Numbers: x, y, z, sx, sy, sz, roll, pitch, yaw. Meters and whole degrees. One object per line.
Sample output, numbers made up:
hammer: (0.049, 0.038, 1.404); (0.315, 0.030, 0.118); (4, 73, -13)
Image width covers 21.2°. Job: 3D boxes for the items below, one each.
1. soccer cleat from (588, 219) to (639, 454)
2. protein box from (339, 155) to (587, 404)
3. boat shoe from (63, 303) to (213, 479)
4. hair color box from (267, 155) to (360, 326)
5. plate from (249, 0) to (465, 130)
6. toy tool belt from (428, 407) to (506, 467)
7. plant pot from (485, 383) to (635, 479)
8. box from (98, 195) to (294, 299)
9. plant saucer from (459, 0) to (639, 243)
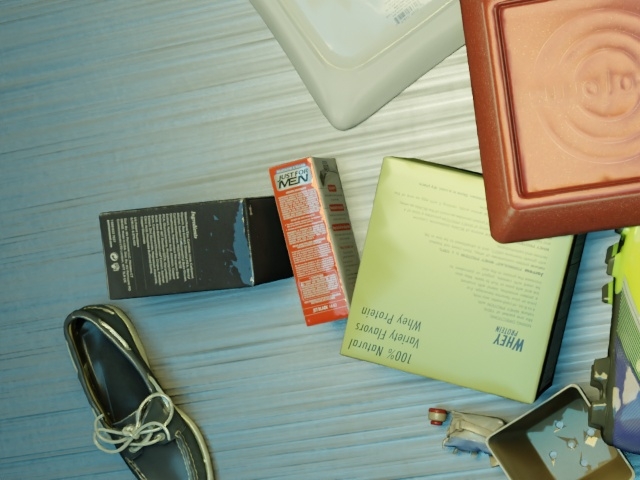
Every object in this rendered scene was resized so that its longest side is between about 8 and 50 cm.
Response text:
soccer cleat: (0.327, 0.061, 1.622); (0.121, 0.093, 0.289); (8, 83, 7)
protein box: (0.148, 0.035, 1.699); (0.200, 0.136, 0.201); (14, 95, 14)
boat shoe: (-0.197, 0.183, 1.831); (0.095, 0.079, 0.254); (-26, 85, 15)
hair color box: (0.000, 0.000, 1.762); (0.053, 0.093, 0.167); (-13, 88, 16)
plate: (0.048, -0.299, 1.762); (0.277, 0.045, 0.278); (-35, 83, 14)
toy tool belt: (0.148, 0.202, 1.750); (0.083, 0.052, 0.051); (7, 86, 16)
plant pot: (0.244, 0.209, 1.699); (0.109, 0.096, 0.109); (-34, 82, 14)
box: (-0.124, 0.006, 1.763); (0.158, 0.156, 0.093); (-6, 91, 16)
plant saucer: (0.264, -0.140, 1.573); (0.258, 0.048, 0.259); (-8, 88, 14)
